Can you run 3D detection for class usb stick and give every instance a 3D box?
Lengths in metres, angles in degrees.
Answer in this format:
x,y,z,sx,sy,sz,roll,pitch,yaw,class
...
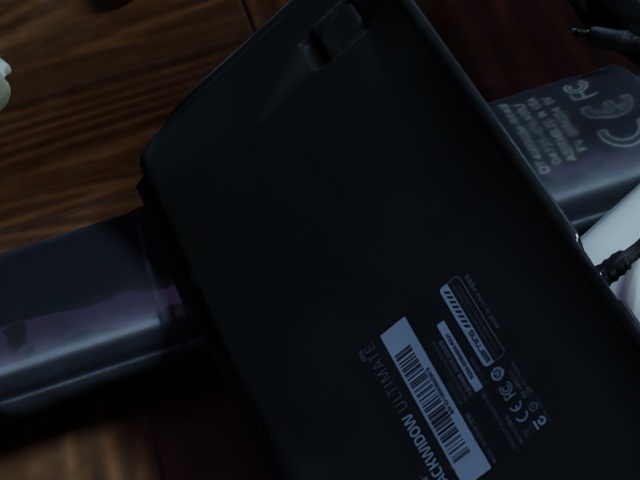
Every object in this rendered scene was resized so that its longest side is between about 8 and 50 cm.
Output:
x,y,z,sx,sy,sz,roll,pitch,yaw,class
0.000,0.000,0.544,0.278,0.045,0.077,-18,40,-4,usb stick

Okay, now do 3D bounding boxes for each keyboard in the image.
x,y,z,sx,sy,sz,roll,pitch,yaw,class
0.068,0.025,0.429,0.201,0.033,0.317,-40,55,16,keyboard

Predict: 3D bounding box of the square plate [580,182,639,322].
x,y,z,sx,sy,sz,roll,pitch,yaw,class
0.252,0.015,0.406,0.344,0.049,0.347,-43,52,-10,square plate

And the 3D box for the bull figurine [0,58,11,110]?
x,y,z,sx,sy,sz,roll,pitch,yaw,class
-0.203,-0.131,0.690,0.188,0.101,0.310,20,55,25,bull figurine
